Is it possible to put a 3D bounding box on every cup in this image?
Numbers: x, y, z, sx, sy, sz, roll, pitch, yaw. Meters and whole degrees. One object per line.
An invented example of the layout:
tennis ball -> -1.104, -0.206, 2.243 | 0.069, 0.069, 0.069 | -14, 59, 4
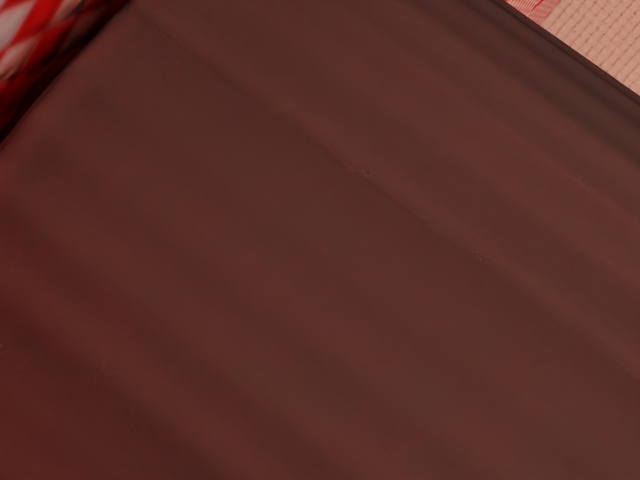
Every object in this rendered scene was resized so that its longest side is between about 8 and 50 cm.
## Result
cup -> 0.052, 0.073, 0.479 | 0.257, 0.311, 0.331 | -53, 177, 5
